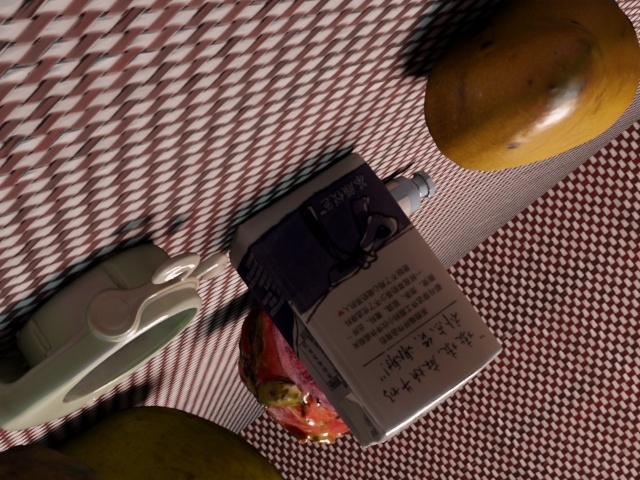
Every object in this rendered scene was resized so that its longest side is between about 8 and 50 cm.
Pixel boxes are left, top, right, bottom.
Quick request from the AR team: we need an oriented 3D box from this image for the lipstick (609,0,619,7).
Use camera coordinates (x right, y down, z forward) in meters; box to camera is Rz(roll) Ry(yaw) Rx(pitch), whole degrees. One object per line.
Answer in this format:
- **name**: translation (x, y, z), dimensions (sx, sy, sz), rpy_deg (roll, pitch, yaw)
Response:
- **lipstick**: translation (0.257, -0.206, 1.354), dimensions (0.094, 0.019, 0.019), rpy_deg (-41, 171, 32)

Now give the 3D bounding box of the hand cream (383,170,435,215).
- **hand cream**: translation (0.049, -0.024, 1.449), dimensions (0.170, 0.043, 0.065), rpy_deg (-31, 157, -24)

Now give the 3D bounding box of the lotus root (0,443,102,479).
- **lotus root**: translation (-0.359, 0.288, 1.202), dimensions (0.267, 0.149, 0.260), rpy_deg (-20, 179, 37)

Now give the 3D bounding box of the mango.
- **mango**: translation (0.163, -0.128, 1.068), dimensions (0.177, 0.120, 0.295), rpy_deg (-30, 172, 15)

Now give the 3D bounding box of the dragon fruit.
- **dragon fruit**: translation (0.006, 0.133, 1.617), dimensions (0.282, 0.211, 0.147), rpy_deg (-39, -177, -42)

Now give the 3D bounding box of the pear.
- **pear**: translation (-0.194, 0.374, 1.621), dimensions (0.413, 0.352, 0.352), rpy_deg (-4, 151, -42)

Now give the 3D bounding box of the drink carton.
- **drink carton**: translation (0.037, 0.055, 1.198), dimensions (0.134, 0.222, 0.102), rpy_deg (-33, 172, -19)

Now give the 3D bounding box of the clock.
- **clock**: translation (-0.156, 0.062, 1.006), dimensions (0.191, 0.062, 0.151), rpy_deg (-38, 171, 12)
